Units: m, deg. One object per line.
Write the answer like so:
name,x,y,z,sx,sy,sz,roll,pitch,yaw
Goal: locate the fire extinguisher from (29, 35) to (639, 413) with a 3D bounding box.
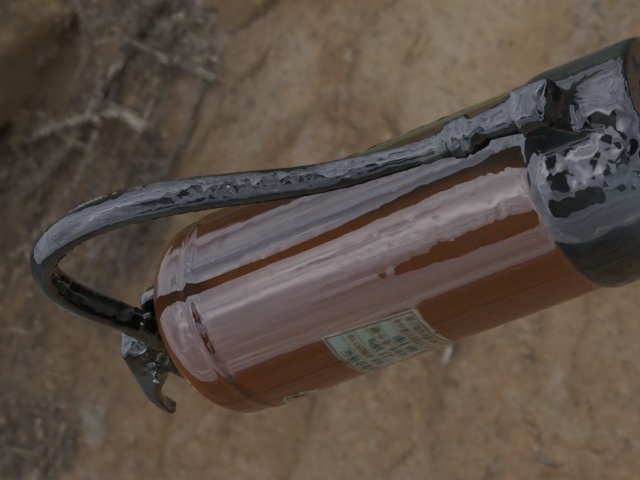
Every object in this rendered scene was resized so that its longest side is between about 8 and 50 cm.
fire extinguisher,0.003,-0.006,0.823,0.376,0.200,0.113,-23,34,30
